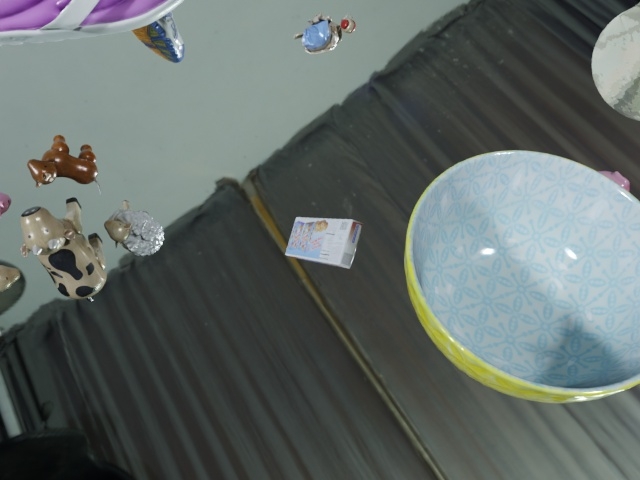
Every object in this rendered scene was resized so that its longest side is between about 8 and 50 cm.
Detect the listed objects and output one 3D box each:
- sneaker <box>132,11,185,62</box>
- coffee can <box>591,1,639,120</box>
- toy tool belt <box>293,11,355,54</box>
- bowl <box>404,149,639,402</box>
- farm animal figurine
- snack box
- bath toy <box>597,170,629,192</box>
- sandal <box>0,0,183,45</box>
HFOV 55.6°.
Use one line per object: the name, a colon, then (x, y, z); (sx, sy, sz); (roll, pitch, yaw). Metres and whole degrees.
sneaker: (-0.341, -0.498, 1.244); (0.131, 0.111, 0.296); (-60, 154, -17)
coffee can: (0.636, -0.354, 1.072); (0.275, 0.201, 0.201); (-36, 157, -33)
toy tool belt: (0.004, -0.304, 0.883); (0.083, 0.052, 0.051); (-14, 166, 41)
bowl: (0.224, 0.057, 0.678); (0.289, 0.289, 0.156); (-26, 154, -20)
farm animal figurine: (-0.484, 0.003, 1.045); (0.330, 0.172, 0.327); (-32, 136, 6)
snack box: (0.000, 0.000, 0.882); (0.022, 0.178, 0.064); (18, 85, -27)
bath toy: (0.465, -0.053, 0.960); (0.151, 0.348, 0.129); (-53, 142, -49)
sandal: (-0.352, -0.374, 0.859); (0.416, 0.169, 0.102); (-21, 177, -5)
